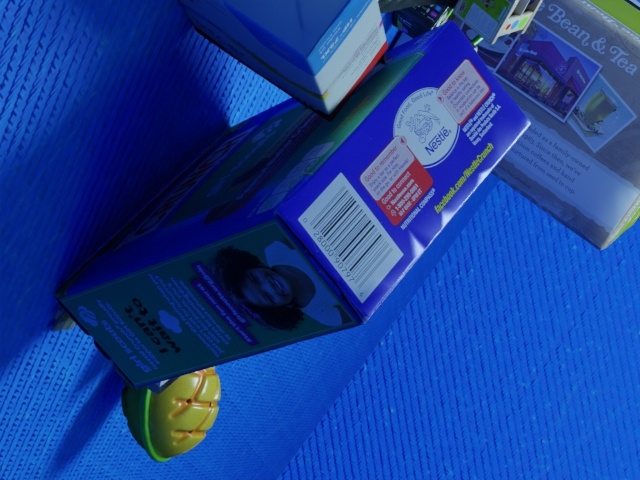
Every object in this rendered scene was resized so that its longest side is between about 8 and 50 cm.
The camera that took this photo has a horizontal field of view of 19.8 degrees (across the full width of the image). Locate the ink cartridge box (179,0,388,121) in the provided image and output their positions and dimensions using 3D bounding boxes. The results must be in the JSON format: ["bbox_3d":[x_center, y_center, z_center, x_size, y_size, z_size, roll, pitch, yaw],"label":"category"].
[{"bbox_3d":[-0.029,-0.166,1.338,0.078,0.134,0.231,-54,169,-5],"label":"ink cartridge box"}]

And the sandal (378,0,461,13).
[{"bbox_3d":[0.114,-0.298,1.719,0.446,0.107,0.167,-10,137,-58],"label":"sandal"}]

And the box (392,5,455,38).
[{"bbox_3d":[0.121,-0.258,1.959,0.083,0.052,0.062,-54,170,-9],"label":"box"}]

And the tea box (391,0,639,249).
[{"bbox_3d":[0.283,-0.188,2.140,0.220,0.329,0.323,-57,168,17],"label":"tea box"}]

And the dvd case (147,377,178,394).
[{"bbox_3d":[-0.107,0.025,1.808,0.164,0.018,0.221,-40,148,-55],"label":"dvd case"}]

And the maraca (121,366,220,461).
[{"bbox_3d":[-0.156,0.144,1.904,0.127,0.099,0.185,-53,148,-55],"label":"maraca"}]

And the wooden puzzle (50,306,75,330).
[{"bbox_3d":[-0.213,0.057,1.594,0.049,0.006,0.083,-55,170,5],"label":"wooden puzzle"}]

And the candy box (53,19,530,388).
[{"bbox_3d":[-0.026,-0.023,1.503,0.317,0.122,0.268,-22,-159,49],"label":"candy box"}]

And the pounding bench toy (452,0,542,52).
[{"bbox_3d":[0.165,-0.214,1.739,0.065,0.052,0.083,-22,147,-49],"label":"pounding bench toy"}]
